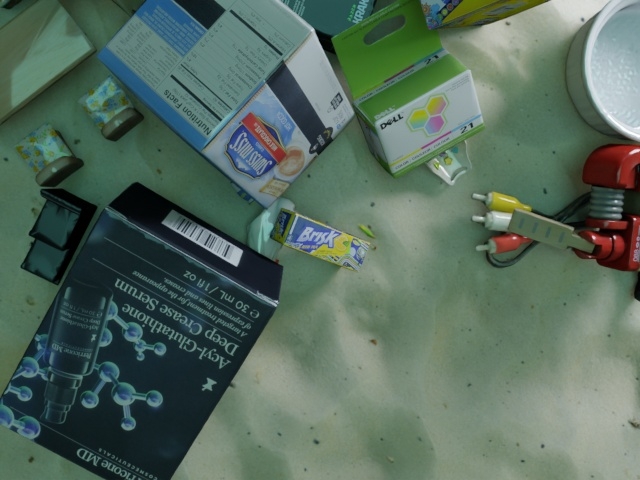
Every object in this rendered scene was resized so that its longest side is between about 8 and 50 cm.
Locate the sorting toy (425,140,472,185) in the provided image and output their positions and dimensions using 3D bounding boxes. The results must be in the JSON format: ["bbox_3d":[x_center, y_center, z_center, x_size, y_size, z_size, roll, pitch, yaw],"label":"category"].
[{"bbox_3d":[0.232,-0.140,1.520,0.083,0.045,0.075,-39,104,-3],"label":"sorting toy"}]

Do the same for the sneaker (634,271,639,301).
[{"bbox_3d":[0.599,0.021,1.562,0.089,0.051,0.170,33,85,-7],"label":"sneaker"}]

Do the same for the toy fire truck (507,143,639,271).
[{"bbox_3d":[0.472,-0.060,1.463,0.246,0.158,0.217,-1,100,-29],"label":"toy fire truck"}]

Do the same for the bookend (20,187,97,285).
[{"bbox_3d":[-0.446,-0.001,1.402,0.072,0.156,0.157,27,91,-7],"label":"bookend"}]

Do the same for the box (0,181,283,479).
[{"bbox_3d":[-0.284,0.158,1.364,0.293,0.212,0.396,30,103,-7],"label":"box"}]

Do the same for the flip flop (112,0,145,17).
[{"bbox_3d":[-0.248,-0.379,1.372,0.080,0.277,0.112,33,88,38],"label":"flip flop"}]

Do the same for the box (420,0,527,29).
[{"bbox_3d":[0.258,-0.502,1.353,0.177,0.290,0.279,-15,96,31],"label":"box"}]

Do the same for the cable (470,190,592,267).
[{"bbox_3d":[0.404,-0.023,1.526,0.287,0.072,0.140,-3,92,-6],"label":"cable"}]

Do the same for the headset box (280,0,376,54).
[{"bbox_3d":[-0.032,-0.476,1.426,0.283,0.131,0.246,20,91,-6],"label":"headset box"}]

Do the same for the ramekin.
[{"bbox_3d":[0.571,-0.304,1.495,0.277,0.135,0.277,0,94,-5],"label":"ramekin"}]

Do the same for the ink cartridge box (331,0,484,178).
[{"bbox_3d":[0.148,-0.257,1.409,0.188,0.097,0.255,-30,135,-3],"label":"ink cartridge box"}]

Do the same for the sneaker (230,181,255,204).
[{"bbox_3d":[-0.101,-0.134,1.480,0.059,0.053,0.144,34,89,-5],"label":"sneaker"}]

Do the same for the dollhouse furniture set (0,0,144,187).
[{"bbox_3d":[-0.548,-0.230,1.327,0.394,0.256,0.362,-38,97,-2],"label":"dollhouse furniture set"}]

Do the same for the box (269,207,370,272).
[{"bbox_3d":[0.000,0.000,1.463,0.168,0.054,0.059,21,91,-33],"label":"box"}]

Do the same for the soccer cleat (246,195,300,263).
[{"bbox_3d":[-0.105,0.012,1.487,0.076,0.068,0.196,25,90,8],"label":"soccer cleat"}]

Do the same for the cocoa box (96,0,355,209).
[{"bbox_3d":[-0.127,-0.232,1.298,0.231,0.347,0.228,42,89,16],"label":"cocoa box"}]
